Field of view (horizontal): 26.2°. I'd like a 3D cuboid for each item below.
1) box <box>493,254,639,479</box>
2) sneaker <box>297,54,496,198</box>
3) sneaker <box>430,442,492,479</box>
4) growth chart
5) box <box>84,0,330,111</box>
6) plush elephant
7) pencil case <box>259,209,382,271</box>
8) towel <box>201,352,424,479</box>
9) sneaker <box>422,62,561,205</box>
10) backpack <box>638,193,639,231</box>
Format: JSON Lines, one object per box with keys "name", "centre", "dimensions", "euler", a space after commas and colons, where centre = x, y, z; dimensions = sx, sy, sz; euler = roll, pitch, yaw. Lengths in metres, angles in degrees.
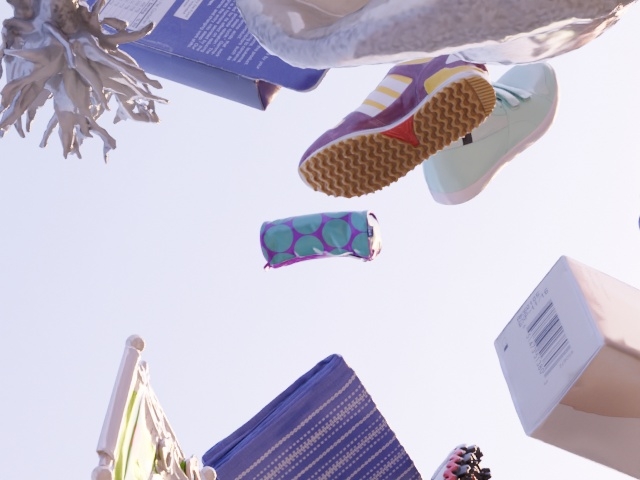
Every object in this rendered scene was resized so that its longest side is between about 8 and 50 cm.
{"name": "box", "centre": [0.332, 0.149, 1.292], "dimensions": [0.311, 0.148, 0.121], "euler": [23, -63, -22]}
{"name": "sneaker", "centre": [0.063, -0.104, 1.181], "dimensions": [0.185, 0.084, 0.069], "euler": [-26, -53, 15]}
{"name": "sneaker", "centre": [0.156, 0.390, 1.911], "dimensions": [0.097, 0.135, 0.276], "euler": [55, -144, -24]}
{"name": "growth chart", "centre": [-0.129, 0.193, 1.087], "dimensions": [0.237, 0.021, 0.172], "euler": [72, -165, -46]}
{"name": "box", "centre": [-0.068, -0.160, 0.893], "dimensions": [0.136, 0.225, 0.036], "euler": [-57, -29, -27]}
{"name": "plush elephant", "centre": [0.024, -0.164, 0.464], "dimensions": [0.272, 0.255, 0.330], "euler": [-60, -21, -70]}
{"name": "pencil case", "centre": [0.000, 0.000, 1.777], "dimensions": [0.064, 0.152, 0.070], "euler": [58, -151, -66]}
{"name": "towel", "centre": [-0.002, 0.323, 1.895], "dimensions": [0.243, 0.040, 0.336], "euler": [-39, -49, -9]}
{"name": "sneaker", "centre": [0.198, -0.174, 1.617], "dimensions": [0.256, 0.094, 0.151], "euler": [-48, -47, -33]}
{"name": "backpack", "centre": [0.442, -0.040, 1.688], "dimensions": [0.114, 0.084, 0.105], "euler": [-46, -38, 1]}
